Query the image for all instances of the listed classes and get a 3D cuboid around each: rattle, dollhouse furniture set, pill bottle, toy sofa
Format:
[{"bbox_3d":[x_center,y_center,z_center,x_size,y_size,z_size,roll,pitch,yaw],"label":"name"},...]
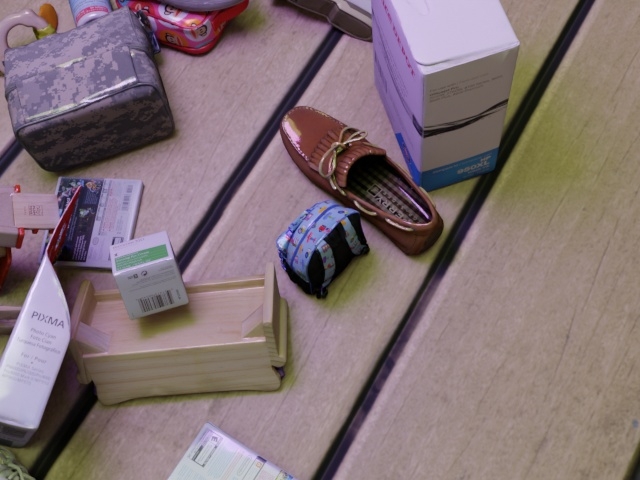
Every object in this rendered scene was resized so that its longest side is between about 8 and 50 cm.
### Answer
[{"bbox_3d":[-0.666,-0.427,1.737,0.200,0.130,0.142,-40,54,16],"label":"rattle"},{"bbox_3d":[-0.566,0.012,1.443,0.135,0.259,0.261,1,61,-31],"label":"dollhouse furniture set"},{"bbox_3d":[-0.502,-0.517,1.748,0.087,0.087,0.160,-21,65,-4],"label":"pill bottle"},{"bbox_3d":[-0.240,0.162,1.401,0.363,0.177,0.150,-6,41,3],"label":"toy sofa"}]

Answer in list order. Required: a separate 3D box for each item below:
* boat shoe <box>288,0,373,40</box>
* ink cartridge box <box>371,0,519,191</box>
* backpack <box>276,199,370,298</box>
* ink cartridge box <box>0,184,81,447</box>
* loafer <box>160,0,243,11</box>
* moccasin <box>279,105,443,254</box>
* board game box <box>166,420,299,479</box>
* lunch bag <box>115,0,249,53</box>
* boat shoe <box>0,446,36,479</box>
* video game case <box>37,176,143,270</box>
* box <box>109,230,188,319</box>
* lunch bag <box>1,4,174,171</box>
[{"bbox_3d":[0.001,-0.534,1.648,0.302,0.113,0.103,30,73,-18],"label":"boat shoe"},{"bbox_3d":[0.204,-0.310,1.414,0.166,0.395,0.285,-17,66,-2],"label":"ink cartridge box"},{"bbox_3d":[0.000,0.000,1.417,0.117,0.173,0.158,40,76,20],"label":"backpack"},{"bbox_3d":[-0.451,0.137,1.332,0.091,0.308,0.384,23,64,-14],"label":"ink cartridge box"},{"bbox_3d":[-0.299,-0.534,1.599,0.320,0.111,0.112,6,70,4],"label":"loafer"},{"bbox_3d":[0.067,-0.127,1.482,0.139,0.147,0.380,-37,68,-11],"label":"moccasin"},{"bbox_3d":[-0.111,0.463,1.260,0.303,0.097,0.224,29,70,17],"label":"board game box"},{"bbox_3d":[-0.268,-0.552,1.722,0.258,0.120,0.293,21,70,14],"label":"lunch bag"},{"bbox_3d":[-0.533,0.412,1.320,0.367,0.136,0.156,-11,62,11],"label":"boat shoe"},{"bbox_3d":[-0.445,-0.034,1.562,0.173,0.022,0.190,3,67,7],"label":"video game case"},{"bbox_3d":[-0.282,0.056,1.316,0.101,0.101,0.087,-17,36,-9],"label":"box"},{"bbox_3d":[-0.458,-0.313,1.582,0.305,0.212,0.256,-20,69,-3],"label":"lunch bag"}]
